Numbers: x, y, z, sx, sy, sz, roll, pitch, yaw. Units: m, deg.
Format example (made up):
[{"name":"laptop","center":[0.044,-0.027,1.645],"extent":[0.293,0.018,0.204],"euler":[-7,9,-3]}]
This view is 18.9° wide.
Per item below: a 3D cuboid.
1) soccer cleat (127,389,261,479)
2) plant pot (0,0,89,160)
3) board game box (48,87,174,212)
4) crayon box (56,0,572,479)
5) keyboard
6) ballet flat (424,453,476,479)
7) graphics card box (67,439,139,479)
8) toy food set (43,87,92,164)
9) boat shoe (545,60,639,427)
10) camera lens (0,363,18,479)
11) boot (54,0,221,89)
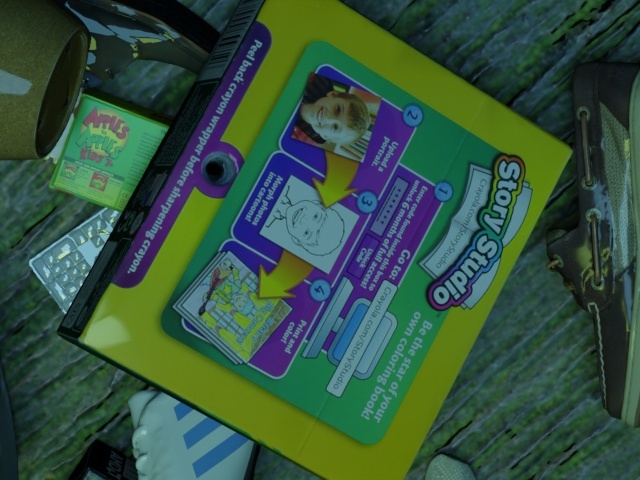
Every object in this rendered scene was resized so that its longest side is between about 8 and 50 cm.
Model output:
[{"name":"soccer cleat","center":[-0.120,0.214,1.737],"extent":[0.143,0.116,0.331],"euler":[14,66,4]},{"name":"plant pot","center":[-0.331,-0.165,1.599],"extent":[0.254,0.237,0.237],"euler":[18,103,5]},{"name":"board game box","center":[-0.144,-0.063,1.738],"extent":[0.181,0.043,0.092],"euler":[20,101,-6]},{"name":"crayon box","center":[0.000,0.000,1.666],"extent":[0.313,0.106,0.363],"euler":[31,82,-17]},{"name":"keyboard","center":[-0.148,-0.023,1.777],"extent":[0.256,0.014,0.072],"euler":[-34,103,6]},{"name":"ballet flat","center":[0.131,0.289,1.843],"extent":[0.057,0.052,0.168],"euler":[-6,104,0]},{"name":"graphics card box","center":[-0.122,0.384,1.839],"extent":[0.371,0.094,0.232],"euler":[31,101,-10]},{"name":"toy food set","center":[-0.300,-0.148,1.728],"extent":[0.192,0.038,0.132],"euler":[21,103,-7]},{"name":"boat shoe","center":[0.268,0.001,1.757],"extent":[0.123,0.123,0.342],"euler":[8,112,27]},{"name":"camera lens","center":[-0.427,0.184,1.714],"extent":[0.274,0.219,0.219],"euler":[-10,104,1]},{"name":"boot","center":[-0.180,-0.174,1.708],"extent":[0.219,0.082,0.106],"euler":[30,112,-17]}]
